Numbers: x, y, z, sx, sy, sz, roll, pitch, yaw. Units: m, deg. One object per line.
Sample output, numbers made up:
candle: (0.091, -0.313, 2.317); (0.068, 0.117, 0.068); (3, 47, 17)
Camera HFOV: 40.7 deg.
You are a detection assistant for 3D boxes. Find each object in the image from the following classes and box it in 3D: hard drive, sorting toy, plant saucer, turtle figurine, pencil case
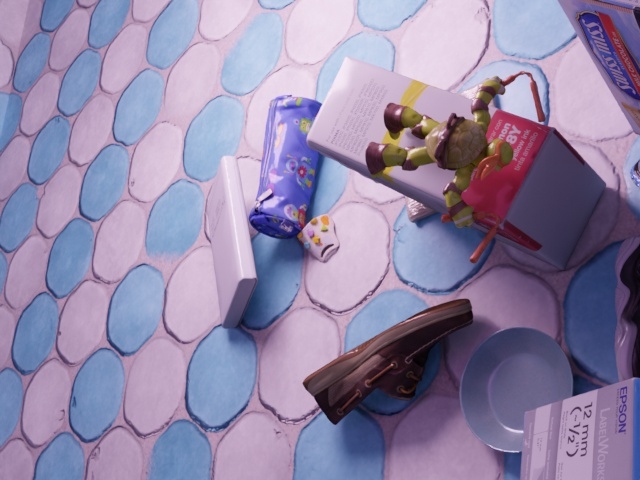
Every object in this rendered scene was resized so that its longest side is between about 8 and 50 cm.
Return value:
hard drive: (-0.193, 0.003, 1.835); (0.203, 0.040, 0.308); (116, 148, -51)
sorting toy: (0.000, 0.000, 1.728); (0.083, 0.045, 0.075); (-47, 66, 18)
plant saucer: (0.306, 0.231, 1.332); (0.195, 0.037, 0.195); (-18, 61, 36)
turtle figurine: (0.168, -0.114, 1.160); (0.217, 0.087, 0.270); (11, 82, 35)
pencil case: (-0.072, -0.155, 1.789); (0.119, 0.133, 0.306); (-2, 71, 36)

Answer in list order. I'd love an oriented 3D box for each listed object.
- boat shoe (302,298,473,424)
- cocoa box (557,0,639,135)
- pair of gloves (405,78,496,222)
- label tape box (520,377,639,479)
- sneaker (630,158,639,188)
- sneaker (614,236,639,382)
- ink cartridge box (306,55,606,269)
boat shoe: (0.129, 0.214, 1.471); (0.342, 0.123, 0.123); (-33, 82, 23)
cocoa box: (0.509, -0.283, 1.123); (0.231, 0.347, 0.228); (-53, 43, -2)
pair of gloves: (0.231, -0.164, 1.574); (0.204, 0.042, 0.240); (-18, 61, 37)
label tape box: (0.371, 0.302, 1.024); (0.348, 0.115, 0.249); (131, 153, -61)
sneaker: (0.523, -0.074, 1.233); (0.188, 0.067, 0.078); (55, 129, 45)
sneaker: (0.487, 0.113, 1.167); (0.153, 0.101, 0.269); (-12, 65, 39)
ink cartridge box: (0.210, -0.125, 1.361); (0.384, 0.279, 0.160); (28, 93, 36)
